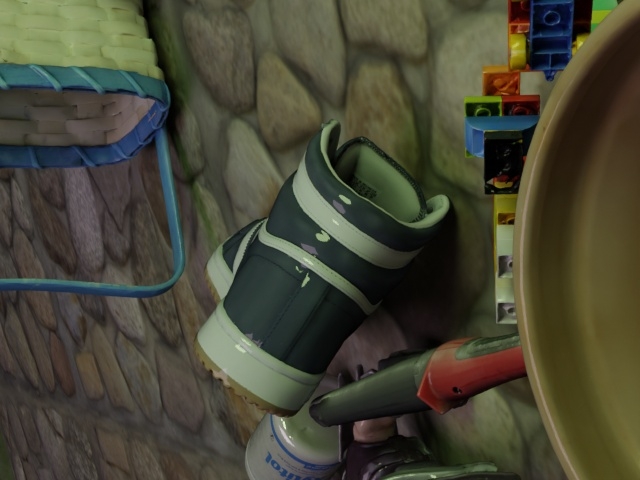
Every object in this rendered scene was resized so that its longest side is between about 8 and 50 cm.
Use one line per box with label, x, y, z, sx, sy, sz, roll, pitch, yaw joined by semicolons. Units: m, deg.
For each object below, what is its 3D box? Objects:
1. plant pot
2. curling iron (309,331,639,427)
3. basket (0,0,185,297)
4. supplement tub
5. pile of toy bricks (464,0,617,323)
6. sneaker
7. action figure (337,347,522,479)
plant pot;0.181;0.020;0.414;0.237;0.110;0.237;26;121;53
curling iron;0.071;0.077;0.611;0.274;0.035;0.068;-15;96;53
basket;-0.245;-0.093;1.065;0.201;0.255;0.289;135;134;-60
supplement tub;-0.013;0.150;0.942;0.071;0.071;0.107;63;153;21
pile of toy bricks;0.121;-0.068;0.537;0.212;0.118;0.105;83;-171;-45
sneaker;0.000;0.000;0.801;0.153;0.099;0.282;-56;7;10
action figure;0.066;0.165;0.753;0.285;0.099;0.185;-177;69;-82
